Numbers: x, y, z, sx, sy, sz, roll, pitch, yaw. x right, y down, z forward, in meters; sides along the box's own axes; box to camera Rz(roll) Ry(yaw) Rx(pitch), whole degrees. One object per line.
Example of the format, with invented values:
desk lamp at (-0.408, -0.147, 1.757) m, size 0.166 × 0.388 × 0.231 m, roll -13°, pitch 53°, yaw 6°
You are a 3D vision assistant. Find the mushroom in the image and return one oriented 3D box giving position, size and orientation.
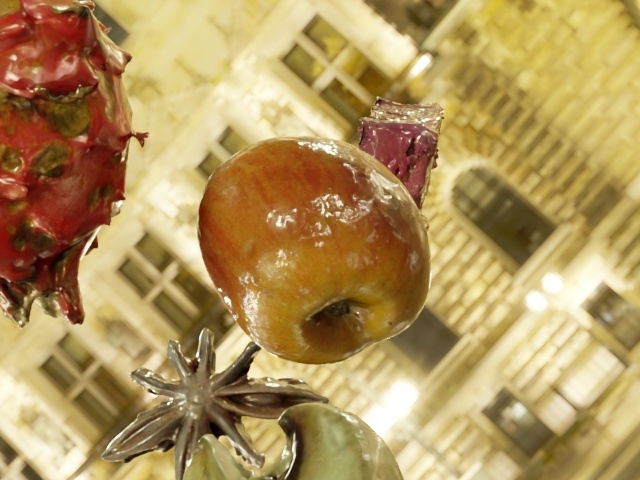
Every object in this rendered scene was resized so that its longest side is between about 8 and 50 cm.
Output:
mushroom at (0.017, 0.294, 1.514) m, size 0.217 × 0.292 × 0.212 m, roll 39°, pitch -101°, yaw -37°

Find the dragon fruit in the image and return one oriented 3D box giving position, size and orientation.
dragon fruit at (-0.229, -0.065, 1.079) m, size 0.210 × 0.268 × 0.205 m, roll -13°, pitch 10°, yaw -11°

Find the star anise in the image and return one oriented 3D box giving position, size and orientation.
star anise at (-0.148, 0.220, 1.881) m, size 0.257 × 0.198 × 0.110 m, roll -44°, pitch -7°, yaw 0°

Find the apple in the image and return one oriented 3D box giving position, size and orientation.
apple at (0.000, 0.000, 1.228) m, size 0.195 × 0.173 × 0.160 m, roll 24°, pitch -62°, yaw -40°

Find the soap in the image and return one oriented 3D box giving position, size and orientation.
soap at (0.102, -0.102, 2.032) m, size 0.289 × 0.112 × 0.182 m, roll 76°, pitch -158°, yaw -75°
